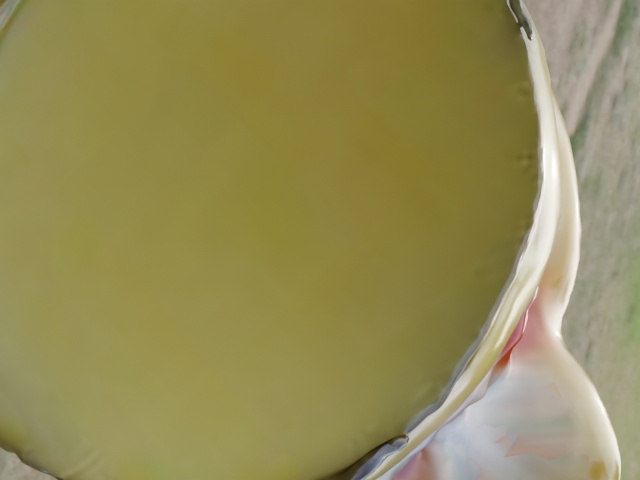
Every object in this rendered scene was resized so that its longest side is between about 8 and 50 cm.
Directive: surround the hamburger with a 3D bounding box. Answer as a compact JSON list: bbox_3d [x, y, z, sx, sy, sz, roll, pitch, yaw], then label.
[{"bbox_3d":[0.000,0.000,0.450,0.261,0.303,0.186,-50,152,4],"label":"hamburger"}]
